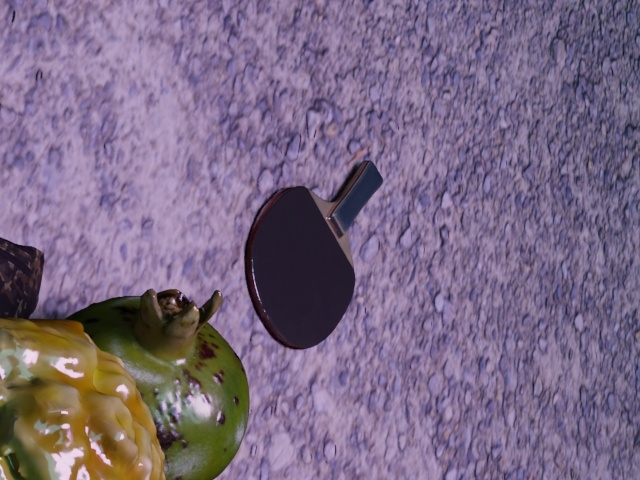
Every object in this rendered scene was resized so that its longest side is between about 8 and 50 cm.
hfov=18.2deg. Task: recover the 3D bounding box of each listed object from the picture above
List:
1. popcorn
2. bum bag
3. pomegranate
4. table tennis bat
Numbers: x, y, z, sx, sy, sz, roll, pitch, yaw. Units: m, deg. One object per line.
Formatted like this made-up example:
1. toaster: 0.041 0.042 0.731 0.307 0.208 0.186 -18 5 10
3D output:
1. popcorn: -0.279 0.194 1.640 0.335 0.279 0.274 7 86 -60
2. bum bag: -0.332 0.020 1.796 0.248 0.069 0.102 30 41 -49
3. pomegranate: -0.161 0.129 1.863 0.211 0.263 0.211 16 35 -12
4. table tennis bat: 0.000 0.000 2.310 0.173 0.022 0.301 60 40 -23
